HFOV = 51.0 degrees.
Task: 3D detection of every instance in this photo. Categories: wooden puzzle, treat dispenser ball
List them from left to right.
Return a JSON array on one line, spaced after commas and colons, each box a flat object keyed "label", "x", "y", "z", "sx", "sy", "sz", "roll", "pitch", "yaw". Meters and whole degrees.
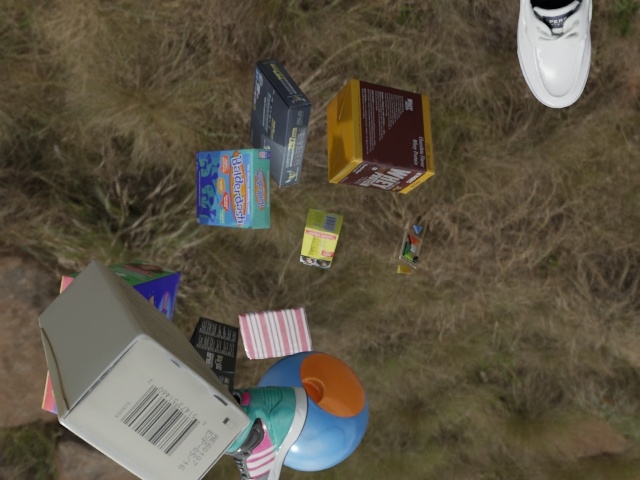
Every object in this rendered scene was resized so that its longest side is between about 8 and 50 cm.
[{"label": "treat dispenser ball", "x": -0.025, "y": 0.419, "z": 1.660, "sx": 0.288, "sy": 0.288, "sz": 0.288, "roll": 4, "pitch": 133, "yaw": 4}, {"label": "wooden puzzle", "x": 0.196, "y": 0.019, "z": 1.440, "sx": 0.014, "sy": 0.116, "sz": 0.078, "roll": 1, "pitch": 166, "yaw": 40}]

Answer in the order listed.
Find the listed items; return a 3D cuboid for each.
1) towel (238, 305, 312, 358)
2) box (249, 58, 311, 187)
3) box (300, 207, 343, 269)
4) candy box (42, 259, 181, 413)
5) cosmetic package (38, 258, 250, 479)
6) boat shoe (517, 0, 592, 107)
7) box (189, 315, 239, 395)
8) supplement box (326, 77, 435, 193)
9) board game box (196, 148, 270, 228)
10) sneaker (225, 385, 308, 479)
[{"label": "towel", "x": -0.128, "y": 0.264, "z": 1.932, "sx": 0.197, "sy": 0.029, "sz": 0.144, "roll": -8, "pitch": 108, "yaw": 6}, {"label": "box", "x": -0.097, "y": -0.267, "z": 1.537, "sx": 0.059, "sy": 0.183, "sz": 0.232, "roll": -17, "pitch": 143, "yaw": -24}, {"label": "box", "x": 0.000, "y": 0.000, "z": 1.680, "sx": 0.087, "sy": 0.058, "sz": 0.232, "roll": 13, "pitch": 156, "yaw": -1}, {"label": "candy box", "x": -0.420, "y": 0.193, "z": 1.386, "sx": 0.122, "sy": 0.317, "sz": 0.268, "roll": 13, "pitch": 96, "yaw": 8}, {"label": "cosmetic package", "x": -0.216, "y": 0.140, "z": 0.767, "sx": 0.113, "sy": 0.309, "sz": 0.160, "roll": -48, "pitch": 116, "yaw": -10}, {"label": "boat shoe", "x": 0.287, "y": -0.283, "z": 0.832, "sx": 0.095, "sy": 0.084, "sz": 0.258, "roll": -7, "pitch": 116, "yaw": 20}, {"label": "box", "x": -0.202, "y": 0.247, "z": 1.144, "sx": 0.078, "sy": 0.180, "sz": 0.147, "roll": 19, "pitch": 120, "yaw": -14}, {"label": "supplement box", "x": 0.129, "y": -0.222, "z": 1.469, "sx": 0.194, "sy": 0.191, "sz": 0.129, "roll": 6, "pitch": 161, "yaw": -23}, {"label": "board game box", "x": -0.186, "y": -0.109, "z": 1.403, "sx": 0.047, "sy": 0.160, "sz": 0.210, "roll": -4, "pitch": -174, "yaw": -42}, {"label": "sneaker", "x": -0.152, "y": 0.389, "z": 1.272, "sx": 0.178, "sy": 0.124, "sz": 0.295, "roll": 13, "pitch": 115, "yaw": -19}]
